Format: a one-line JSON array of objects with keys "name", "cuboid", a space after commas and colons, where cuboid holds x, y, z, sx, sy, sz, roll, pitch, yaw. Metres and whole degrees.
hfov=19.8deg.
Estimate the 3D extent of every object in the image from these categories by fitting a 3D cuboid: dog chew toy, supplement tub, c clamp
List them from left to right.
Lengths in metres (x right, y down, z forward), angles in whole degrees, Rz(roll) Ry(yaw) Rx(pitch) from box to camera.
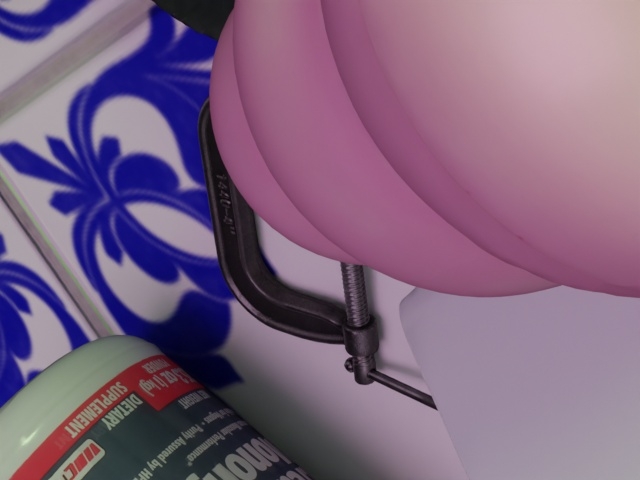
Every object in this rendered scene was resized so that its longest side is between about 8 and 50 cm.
[{"name": "supplement tub", "cuboid": [-0.061, 0.196, 0.937, 0.272, 0.191, 0.191, 38, 136, 11]}, {"name": "c clamp", "cuboid": [0.000, 0.000, 0.879, 0.137, 0.022, 0.161, 13, 128, 39]}, {"name": "dog chew toy", "cuboid": [0.064, -0.071, 0.621, 0.206, 0.206, 0.332, 56, 153, -7]}]

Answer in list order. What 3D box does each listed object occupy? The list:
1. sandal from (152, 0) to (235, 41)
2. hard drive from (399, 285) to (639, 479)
[{"name": "sandal", "cuboid": [-0.095, -0.254, 0.666, 0.167, 0.107, 0.446, 17, 137, 42]}, {"name": "hard drive", "cuboid": [0.162, 0.037, 0.699, 0.319, 0.040, 0.210, -46, 60, 47]}]
